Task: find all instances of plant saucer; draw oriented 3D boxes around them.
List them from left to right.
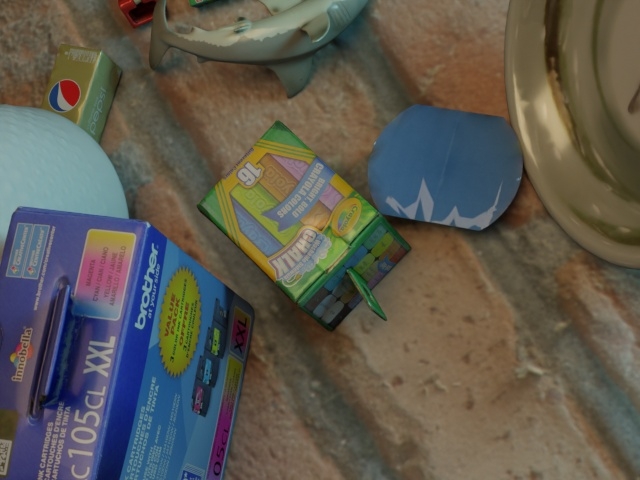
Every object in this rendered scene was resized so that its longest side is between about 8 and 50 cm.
[{"bbox_3d":[0.333,-0.174,1.448,0.100,0.400,0.401,-6,66,-28],"label":"plant saucer"}]

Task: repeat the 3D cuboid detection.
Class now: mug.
[{"bbox_3d":[-0.417,-0.047,1.551,0.276,0.328,0.374,-30,83,20],"label":"mug"}]

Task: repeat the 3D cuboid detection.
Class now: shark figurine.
[{"bbox_3d":[-0.070,-0.213,1.678,0.278,0.116,0.166,-10,37,6],"label":"shark figurine"}]

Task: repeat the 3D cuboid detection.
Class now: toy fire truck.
[{"bbox_3d":[-0.248,-0.361,1.751,0.047,0.192,0.135,-23,40,8],"label":"toy fire truck"}]

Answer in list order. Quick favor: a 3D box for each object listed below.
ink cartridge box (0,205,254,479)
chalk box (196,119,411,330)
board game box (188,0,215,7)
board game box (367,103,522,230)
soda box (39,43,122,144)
[{"bbox_3d":[-0.210,0.135,1.449,0.151,0.395,0.270,5,76,18],"label":"ink cartridge box"},{"bbox_3d":[0.000,0.000,1.570,0.132,0.132,0.213,-47,68,0],"label":"chalk box"},{"bbox_3d":[-0.074,-0.380,1.726,0.211,0.039,0.160,-16,94,11],"label":"board game box"},{"bbox_3d":[0.137,-0.075,1.604,0.168,0.033,0.133,10,72,18],"label":"board game box"},{"bbox_3d":[-0.294,-0.134,1.737,0.058,0.061,0.181,12,78,20],"label":"soda box"}]
